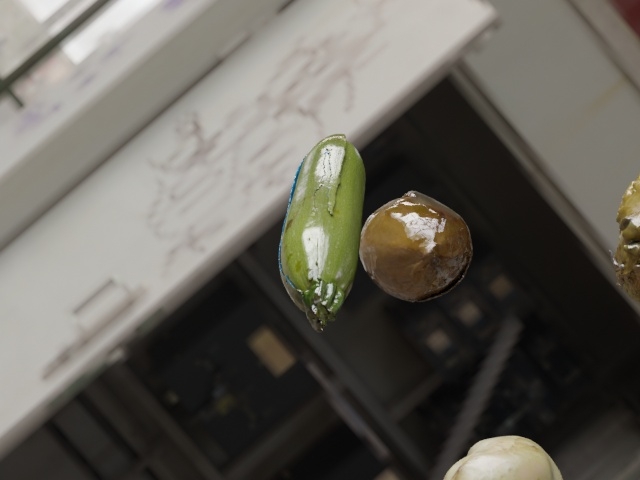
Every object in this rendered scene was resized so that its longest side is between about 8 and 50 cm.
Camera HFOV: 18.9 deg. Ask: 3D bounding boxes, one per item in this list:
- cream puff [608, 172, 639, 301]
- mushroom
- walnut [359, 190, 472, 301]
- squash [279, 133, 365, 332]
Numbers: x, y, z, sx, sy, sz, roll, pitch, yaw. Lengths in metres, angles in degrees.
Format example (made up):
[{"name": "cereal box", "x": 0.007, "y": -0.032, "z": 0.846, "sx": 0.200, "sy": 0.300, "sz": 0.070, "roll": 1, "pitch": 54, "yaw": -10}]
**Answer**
[{"name": "cream puff", "x": 0.370, "y": -0.010, "z": 1.903, "sx": 0.189, "sy": 0.189, "sz": 0.129, "roll": 47, "pitch": -1, "yaw": 33}, {"name": "mushroom", "x": 0.158, "y": 0.241, "z": 1.697, "sx": 0.112, "sy": 0.148, "sz": 0.148, "roll": 2, "pitch": -28, "yaw": 27}, {"name": "walnut", "x": 0.113, "y": 0.006, "z": 2.342, "sx": 0.137, "sy": 0.137, "sz": 0.245, "roll": 50, "pitch": -2, "yaw": -13}, {"name": "squash", "x": 0.000, "y": 0.000, "z": 2.051, "sx": 0.094, "sy": 0.094, "sz": 0.341, "roll": 50, "pitch": 25, "yaw": -27}]
